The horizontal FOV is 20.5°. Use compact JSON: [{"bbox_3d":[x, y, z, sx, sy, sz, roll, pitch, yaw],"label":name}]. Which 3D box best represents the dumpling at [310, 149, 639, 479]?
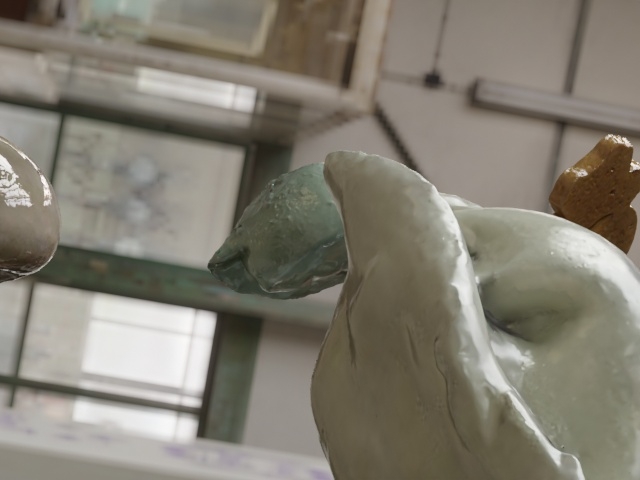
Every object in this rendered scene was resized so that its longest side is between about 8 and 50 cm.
[{"bbox_3d":[0.066,0.054,0.635,0.132,0.162,0.250,-36,-142,14],"label":"dumpling"}]

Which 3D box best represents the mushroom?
[{"bbox_3d":[-0.295,0.007,1.229,0.209,0.206,0.206,-64,-178,-19],"label":"mushroom"}]

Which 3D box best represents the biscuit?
[{"bbox_3d":[0.260,-0.021,1.682,0.133,0.027,0.184,-47,145,-11],"label":"biscuit"}]

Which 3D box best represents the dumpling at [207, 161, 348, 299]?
[{"bbox_3d":[-0.005,-0.014,1.699,0.152,0.219,0.108,16,56,-74],"label":"dumpling"}]
